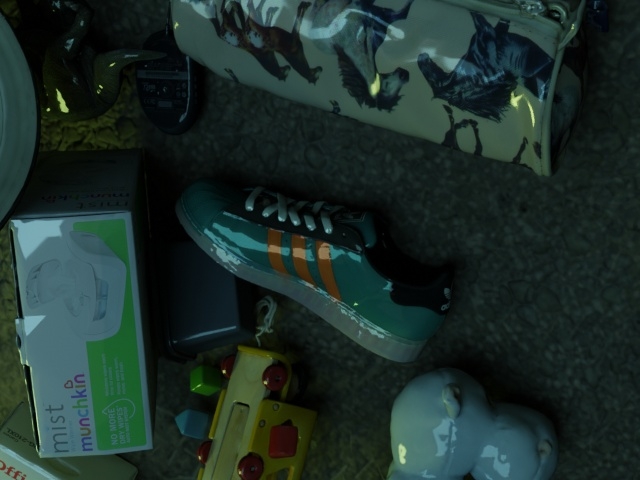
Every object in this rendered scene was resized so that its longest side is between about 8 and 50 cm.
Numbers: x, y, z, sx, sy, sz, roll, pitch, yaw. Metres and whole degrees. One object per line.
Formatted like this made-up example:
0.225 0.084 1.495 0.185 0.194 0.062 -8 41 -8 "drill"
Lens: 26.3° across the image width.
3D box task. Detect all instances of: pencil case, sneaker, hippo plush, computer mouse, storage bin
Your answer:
0.051 -0.201 1.277 0.410 0.160 0.183 19 132 15 "pencil case"
0.000 0.000 1.414 0.302 0.108 0.121 30 117 1 "sneaker"
0.117 0.251 1.431 0.294 0.234 0.237 21 86 -2 "hippo plush"
-0.154 -0.230 1.430 0.071 0.041 0.242 8 106 21 "computer mouse"
-0.122 0.060 1.484 0.091 0.098 0.135 -10 74 15 "storage bin"

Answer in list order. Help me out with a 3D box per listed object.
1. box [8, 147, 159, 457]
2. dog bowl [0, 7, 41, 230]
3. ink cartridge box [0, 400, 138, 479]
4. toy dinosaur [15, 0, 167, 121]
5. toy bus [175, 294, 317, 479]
-0.244 0.058 1.444 0.126 0.231 0.262 -4 109 -4 "box"
-0.484 -0.104 1.310 0.408 0.408 0.150 47 150 0 "dog bowl"
-0.353 0.340 1.675 0.172 0.100 0.237 31 118 -1 "ink cartridge box"
-0.288 -0.188 1.471 0.313 0.121 0.160 0 121 18 "toy dinosaur"
-0.056 0.197 1.505 0.104 0.191 0.202 20 127 -35 "toy bus"
